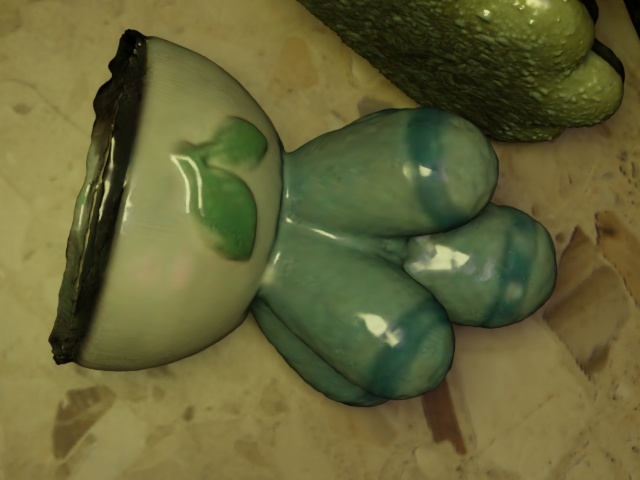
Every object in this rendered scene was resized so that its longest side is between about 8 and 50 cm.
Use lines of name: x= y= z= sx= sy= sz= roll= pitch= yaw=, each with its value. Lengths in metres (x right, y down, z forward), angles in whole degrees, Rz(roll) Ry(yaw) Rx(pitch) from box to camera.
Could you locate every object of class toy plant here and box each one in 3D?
toy plant: x=0.000 y=0.000 z=1.173 sx=0.332 sy=0.247 sz=0.247 roll=12 pitch=86 yaw=-10

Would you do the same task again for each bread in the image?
bread: x=0.092 y=-0.144 z=1.142 sx=0.286 sy=0.207 sz=0.056 roll=34 pitch=72 yaw=-31

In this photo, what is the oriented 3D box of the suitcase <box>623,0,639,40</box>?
suitcase: x=0.365 y=-0.176 z=1.211 sx=0.283 sy=0.194 sz=0.433 roll=-22 pitch=91 yaw=-4
